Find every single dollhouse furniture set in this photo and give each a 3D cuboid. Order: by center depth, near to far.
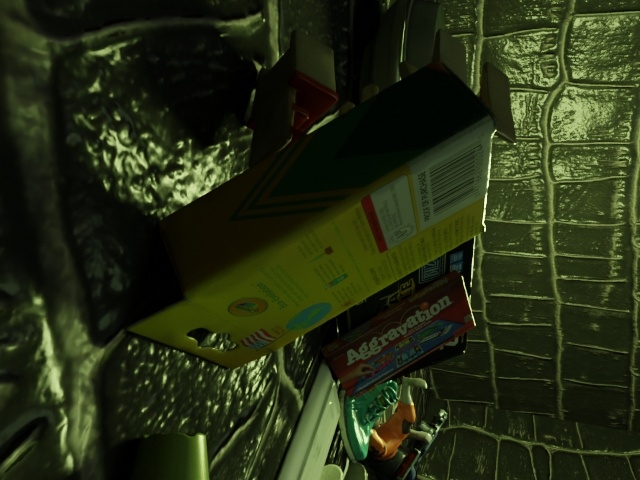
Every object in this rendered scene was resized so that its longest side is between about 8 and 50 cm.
[{"bbox_3d":[0.049,-0.111,0.555,0.259,0.262,0.135,17,62,-32],"label":"dollhouse furniture set"}]

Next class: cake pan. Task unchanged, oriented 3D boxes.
[{"bbox_3d":[0.213,-0.337,0.963,0.293,0.054,0.294,4,90,-72],"label":"cake pan"}]

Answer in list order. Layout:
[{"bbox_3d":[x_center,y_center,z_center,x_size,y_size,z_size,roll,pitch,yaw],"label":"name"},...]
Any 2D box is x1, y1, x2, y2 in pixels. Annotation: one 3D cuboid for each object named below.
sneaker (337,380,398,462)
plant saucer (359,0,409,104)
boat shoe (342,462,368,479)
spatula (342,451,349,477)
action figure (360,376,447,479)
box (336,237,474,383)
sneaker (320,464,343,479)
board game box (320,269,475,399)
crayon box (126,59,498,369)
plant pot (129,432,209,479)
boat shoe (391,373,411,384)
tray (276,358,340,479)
[{"bbox_3d":[0.105,0.324,0.997,0.107,0.109,0.275,66,30,-32],"label":"sneaker"},{"bbox_3d":[0.156,-0.321,1.039,0.400,0.100,0.401,5,90,-71],"label":"plant saucer"},{"bbox_3d":[0.067,0.587,1.014,0.206,0.075,0.065,-73,155,-47],"label":"boat shoe"},{"bbox_3d":[0.045,0.474,0.987,0.084,0.030,0.297,73,27,-50],"label":"spatula"},{"bbox_3d":[0.186,0.485,1.209,0.341,0.178,0.330,-31,132,-44],"label":"action figure"},{"bbox_3d":[0.159,0.119,0.913,0.079,0.257,0.322,-128,-154,-54],"label":"box"},{"bbox_3d":[0.002,0.467,0.807,0.152,0.058,0.085,-61,144,-44],"label":"sneaker"},{"bbox_3d":[0.150,0.178,0.880,0.145,0.281,0.027,63,-5,-35],"label":"board game box"},{"bbox_3d":[0.000,0.000,0.451,0.081,0.318,0.202,60,1,29],"label":"crayon box"},{"bbox_3d":[-0.119,0.194,0.373,0.083,0.083,0.079,57,28,-61],"label":"plant pot"},{"bbox_3d":[0.234,0.349,1.430,0.258,0.095,0.095,74,27,-46],"label":"boat shoe"},{"bbox_3d":[-0.014,0.343,0.783,0.270,0.030,0.145,-63,150,-50],"label":"tray"}]
